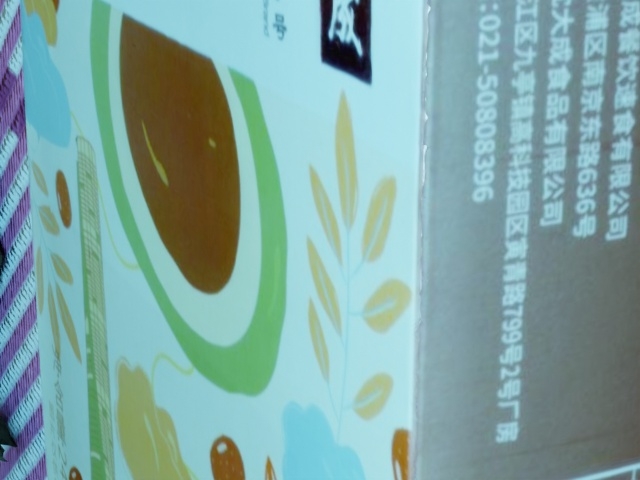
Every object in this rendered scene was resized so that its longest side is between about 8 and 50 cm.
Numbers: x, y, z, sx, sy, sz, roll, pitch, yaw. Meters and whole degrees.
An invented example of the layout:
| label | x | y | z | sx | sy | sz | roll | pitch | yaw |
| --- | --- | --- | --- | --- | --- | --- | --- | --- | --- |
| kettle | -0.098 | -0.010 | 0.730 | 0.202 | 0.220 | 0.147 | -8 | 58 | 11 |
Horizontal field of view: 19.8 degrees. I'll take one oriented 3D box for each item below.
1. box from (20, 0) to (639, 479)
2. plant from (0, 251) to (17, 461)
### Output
| label | x | y | z | sx | sy | sz | roll | pitch | yaw |
| --- | --- | --- | --- | --- | --- | --- | --- | --- | --- |
| box | 0.000 | 0.000 | 0.660 | 0.344 | 0.122 | 0.385 | 35 | 129 | 57 |
| plant | -0.332 | 0.038 | 1.266 | 0.213 | 0.215 | 0.312 | -15 | 88 | 62 |
